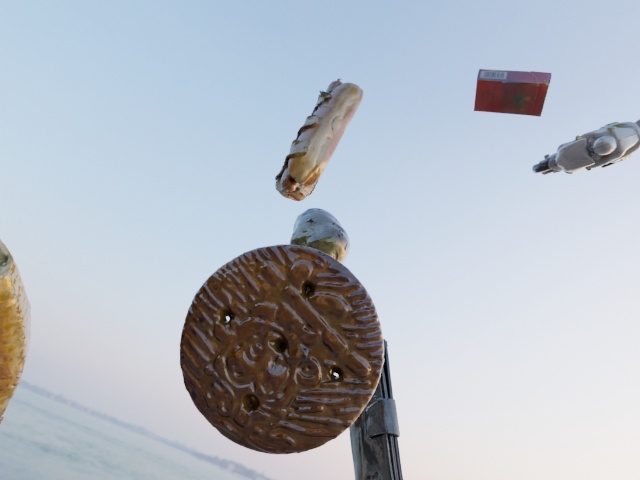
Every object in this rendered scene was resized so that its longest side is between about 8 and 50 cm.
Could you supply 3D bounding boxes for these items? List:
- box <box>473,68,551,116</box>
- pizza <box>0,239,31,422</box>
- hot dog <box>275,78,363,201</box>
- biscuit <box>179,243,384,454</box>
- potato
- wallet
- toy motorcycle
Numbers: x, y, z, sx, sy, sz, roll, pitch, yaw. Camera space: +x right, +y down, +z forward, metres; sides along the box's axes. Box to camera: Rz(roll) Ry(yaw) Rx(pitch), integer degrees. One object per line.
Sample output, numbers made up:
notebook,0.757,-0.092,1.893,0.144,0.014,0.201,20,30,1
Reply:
box,0.494,-0.385,1.248,0.175,0.048,0.112,11,-29,18
pizza,-0.442,0.095,0.464,0.287,0.075,0.280,15,-62,-35
hot dog,-0.001,-0.171,0.781,0.072,0.270,0.109,29,-32,-8
biscuit,-0.037,0.094,0.436,0.187,0.188,0.027,19,-9,7
potato,0.000,0.000,1.313,0.164,0.262,0.165,0,-70,1
wallet,0.098,0.367,0.945,0.044,0.317,0.169,10,-38,-18
toy motorcycle,0.500,-0.167,0.853,0.228,0.074,0.151,-17,-2,12
